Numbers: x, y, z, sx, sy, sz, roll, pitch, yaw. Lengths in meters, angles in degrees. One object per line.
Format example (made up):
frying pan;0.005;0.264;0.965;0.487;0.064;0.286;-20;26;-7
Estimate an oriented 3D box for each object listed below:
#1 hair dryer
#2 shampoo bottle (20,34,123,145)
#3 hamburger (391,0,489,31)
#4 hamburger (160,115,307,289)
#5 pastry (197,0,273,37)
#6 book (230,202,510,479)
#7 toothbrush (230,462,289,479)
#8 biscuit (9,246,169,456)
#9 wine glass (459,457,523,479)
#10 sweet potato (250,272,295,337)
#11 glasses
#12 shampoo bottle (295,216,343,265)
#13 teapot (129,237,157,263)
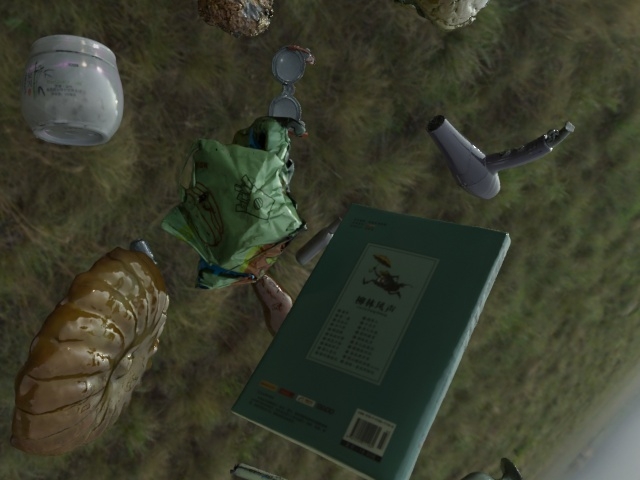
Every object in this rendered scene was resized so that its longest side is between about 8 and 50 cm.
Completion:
hair dryer;0.492;-0.258;1.611;0.301;0.361;0.121;42;49;-32
shampoo bottle;-0.706;-0.422;1.715;0.273;0.273;0.266;9;75;-56
hamburger;0.194;-0.456;0.863;0.265;0.134;0.285;-55;150;-14
hamburger;-0.146;-0.073;0.957;0.150;0.276;0.260;11;156;-40
pastry;-0.267;-0.774;1.920;0.274;0.275;0.193;-21;141;-39
book;0.072;0.114;0.824;0.379;0.264;0.031;-58;144;-24
toothbrush;0.036;0.292;0.645;0.028;0.294;0.026;-58;156;-56
biscuit;-0.326;0.171;0.903;0.326;0.107;0.326;22;90;-87
wine glass;0.399;0.651;1.541;0.231;0.103;0.103;-19;143;-14
sweet potato;-0.115;0.219;1.777;0.112;0.359;0.112;-21;-172;3
glasses;-0.043;-0.371;1.539;0.118;0.268;0.234;-1;111;-25
shampoo bottle;0.000;0.000;1.657;0.165;0.040;0.080;-42;-167;11
teapot;-0.470;0.041;1.570;0.063;0.083;0.049;-29;174;11
